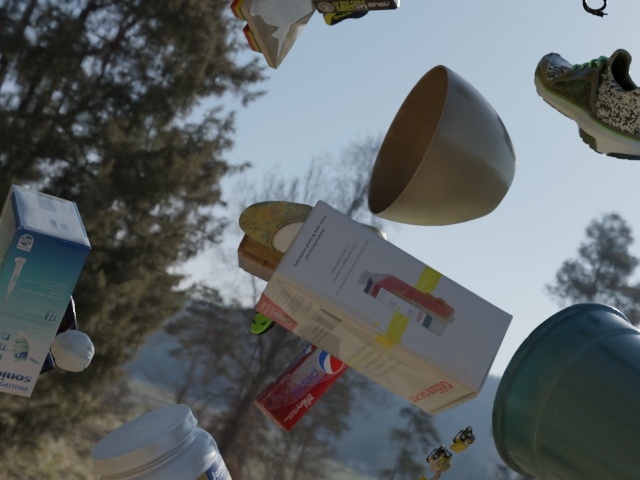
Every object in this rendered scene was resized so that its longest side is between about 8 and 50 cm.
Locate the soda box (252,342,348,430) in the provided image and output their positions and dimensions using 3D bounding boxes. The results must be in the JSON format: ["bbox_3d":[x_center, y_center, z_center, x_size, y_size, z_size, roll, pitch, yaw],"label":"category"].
[{"bbox_3d":[-0.019,0.286,1.998,0.083,0.263,0.092,48,-17,-10],"label":"soda box"}]

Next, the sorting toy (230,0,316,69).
[{"bbox_3d":[-0.120,-0.628,2.403,0.089,0.256,0.257,24,-16,24],"label":"sorting toy"}]

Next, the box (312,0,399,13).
[{"bbox_3d":[0.109,-0.706,2.333,0.216,0.270,0.060,2,-21,24],"label":"box"}]

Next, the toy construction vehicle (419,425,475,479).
[{"bbox_3d":[0.209,0.356,1.513,0.035,0.098,0.086,48,-42,4],"label":"toy construction vehicle"}]

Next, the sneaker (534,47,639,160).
[{"bbox_3d":[0.599,-0.329,1.955,0.158,0.182,0.410,8,32,-23],"label":"sneaker"}]

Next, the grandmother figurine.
[{"bbox_3d":[-0.615,0.211,2.160,0.104,0.208,0.342,3,14,-34],"label":"grandmother figurine"}]

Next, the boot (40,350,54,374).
[{"bbox_3d":[-0.562,0.162,1.844,0.246,0.207,0.094,-22,-7,10],"label":"boot"}]

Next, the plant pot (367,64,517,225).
[{"bbox_3d":[0.231,-0.138,1.630,0.190,0.284,0.284,24,-10,-13],"label":"plant pot"}]

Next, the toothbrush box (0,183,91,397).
[{"bbox_3d":[-0.517,0.083,1.592,0.126,0.296,0.216,19,13,-28],"label":"toothbrush box"}]

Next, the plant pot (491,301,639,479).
[{"bbox_3d":[0.519,0.318,1.507,0.341,0.341,0.334,26,3,-36],"label":"plant pot"}]

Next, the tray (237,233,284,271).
[{"bbox_3d":[-0.111,0.066,2.389,0.202,0.076,0.411,27,-8,-1],"label":"tray"}]

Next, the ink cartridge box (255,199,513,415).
[{"bbox_3d":[0.100,0.127,1.617,0.384,0.160,0.279,31,-20,-1],"label":"ink cartridge box"}]

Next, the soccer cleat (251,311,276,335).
[{"bbox_3d":[-0.086,0.153,2.018,0.060,0.179,0.072,6,-47,38],"label":"soccer cleat"}]

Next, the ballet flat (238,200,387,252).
[{"bbox_3d":[0.000,0.000,1.937,0.348,0.123,0.123,12,-5,-28],"label":"ballet flat"}]

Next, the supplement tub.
[{"bbox_3d":[-0.263,0.481,1.672,0.228,0.316,0.228,-21,10,4],"label":"supplement tub"}]

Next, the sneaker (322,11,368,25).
[{"bbox_3d":[0.071,-0.661,2.647,0.144,0.053,0.059,-16,38,-12],"label":"sneaker"}]

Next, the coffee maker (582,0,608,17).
[{"bbox_3d":[0.524,-0.533,1.698,0.120,0.178,0.171,28,-49,4],"label":"coffee maker"}]
